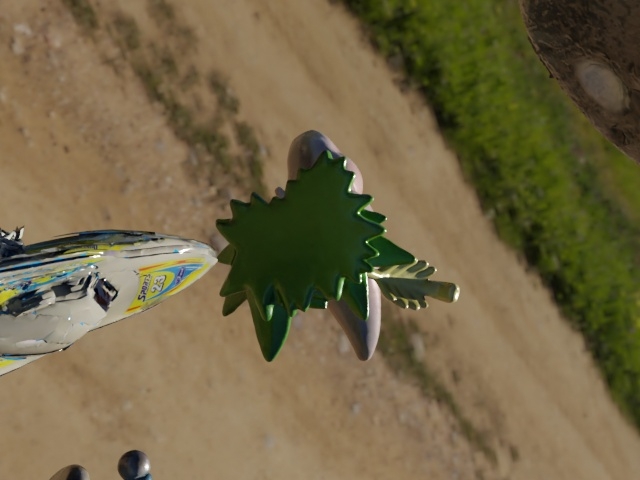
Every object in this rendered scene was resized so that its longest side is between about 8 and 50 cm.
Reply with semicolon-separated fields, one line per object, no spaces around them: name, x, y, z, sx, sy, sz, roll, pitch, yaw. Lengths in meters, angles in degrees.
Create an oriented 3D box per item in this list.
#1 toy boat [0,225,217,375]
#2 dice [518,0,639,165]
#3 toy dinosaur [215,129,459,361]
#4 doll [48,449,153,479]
toy boat;-0.137;0.026;0.802;0.210;0.084;0.066;-15;46;-45
dice;0.238;-0.149;0.803;0.182;0.183;0.181;-44;104;-14
toy dinosaur;-0.005;0.005;1.071;0.194;0.152;0.177;57;14;12
doll;-0.089;0.182;0.711;0.152;0.085;0.114;40;74;-16
